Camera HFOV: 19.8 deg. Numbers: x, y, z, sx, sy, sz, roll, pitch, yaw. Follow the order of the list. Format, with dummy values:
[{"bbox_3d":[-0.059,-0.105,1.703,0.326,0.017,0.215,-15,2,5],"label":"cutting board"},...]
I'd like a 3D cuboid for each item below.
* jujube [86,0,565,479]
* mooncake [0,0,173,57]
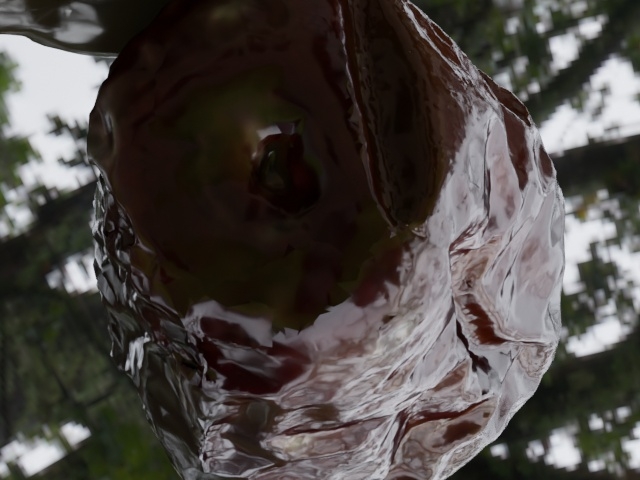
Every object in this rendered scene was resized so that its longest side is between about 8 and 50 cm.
[{"bbox_3d":[0.000,0.000,0.742,0.216,0.342,0.216,-2,-102,9],"label":"jujube"},{"bbox_3d":[-0.070,-0.240,0.691,0.187,0.324,0.324,-19,-147,43],"label":"mooncake"}]
